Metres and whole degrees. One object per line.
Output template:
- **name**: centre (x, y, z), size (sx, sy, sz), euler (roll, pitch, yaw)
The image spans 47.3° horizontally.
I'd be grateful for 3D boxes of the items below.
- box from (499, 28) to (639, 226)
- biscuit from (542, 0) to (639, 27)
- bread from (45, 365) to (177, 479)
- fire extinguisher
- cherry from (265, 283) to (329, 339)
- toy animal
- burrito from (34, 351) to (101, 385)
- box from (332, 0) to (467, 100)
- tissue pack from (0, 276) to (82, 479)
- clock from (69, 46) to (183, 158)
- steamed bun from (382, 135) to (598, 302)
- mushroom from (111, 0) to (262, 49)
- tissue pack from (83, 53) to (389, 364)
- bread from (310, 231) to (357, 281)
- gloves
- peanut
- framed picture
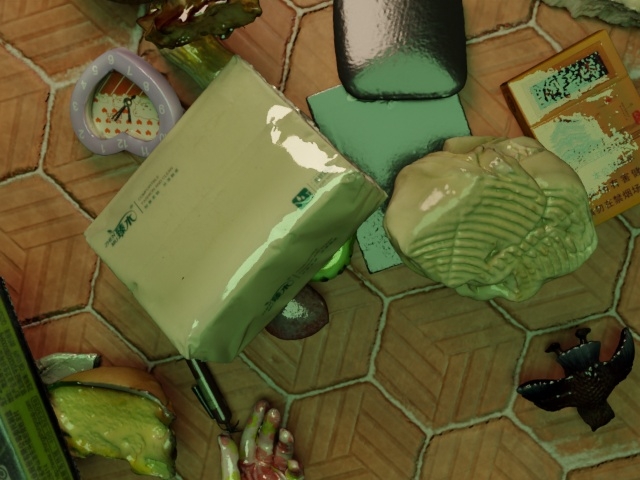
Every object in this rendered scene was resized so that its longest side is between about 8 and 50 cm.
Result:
- **box**: centre (0.433, -0.175, 1.184), size (0.174, 0.076, 0.274), euler (-29, 96, 4)
- **biscuit**: centre (0.457, -0.437, 1.143), size (0.281, 0.084, 0.179), euler (14, 98, 1)
- **bread**: centre (-0.331, 0.296, 1.251), size (0.252, 0.133, 0.174), euler (4, 106, 18)
- **fire extinguisher**: centre (-0.198, 0.275, 1.292), size (0.049, 0.035, 0.173), euler (-27, 93, 2)
- **cherry**: centre (-0.091, 0.104, 1.241), size (0.226, 0.090, 0.107), euler (15, 116, 9)
- **toy animal**: centre (0.445, 0.242, 1.219), size (0.218, 0.116, 0.179), euler (-27, 95, -1)
- **burrito**: centre (-0.450, 0.226, 1.290), size (0.118, 0.044, 0.074), euler (7, 102, -1)
- **box**: centre (0.128, -0.325, 1.186), size (0.213, 0.042, 0.201), euler (-3, 91, 5)
- **tissue pack**: centre (-0.590, 0.274, 1.218), size (0.288, 0.124, 0.394), euler (-15, 99, 29)
- **clock**: centre (-0.308, -0.222, 1.172), size (0.198, 0.064, 0.172), euler (5, 111, 20)
- **steamed bun**: centre (0.245, -0.044, 1.138), size (0.289, 0.203, 0.276), euler (-25, 123, 4)
- **mushroom**: centre (-0.258, -0.477, 1.052), size (0.331, 0.356, 0.334), euler (-8, 132, 19)
- **tissue pack**: centre (-0.130, -0.037, 1.123), size (0.297, 0.207, 0.380), euler (44, 97, 24)
- **bread**: centre (0.000, 0.000, 1.226), size (0.130, 0.071, 0.139), euler (-6, 90, 4)
- **gloves**: centre (-0.100, 0.403, 1.268), size (0.145, 0.126, 0.241), euler (-1, 70, 8)
- **peanut**: centre (-0.196, -0.300, 1.189), size (0.207, 0.087, 0.087), euler (43, 97, -6)
- **framed picture**: centre (0.143, -0.131, 1.234), size (0.244, 0.013, 0.323), euler (-20, 96, 4)
